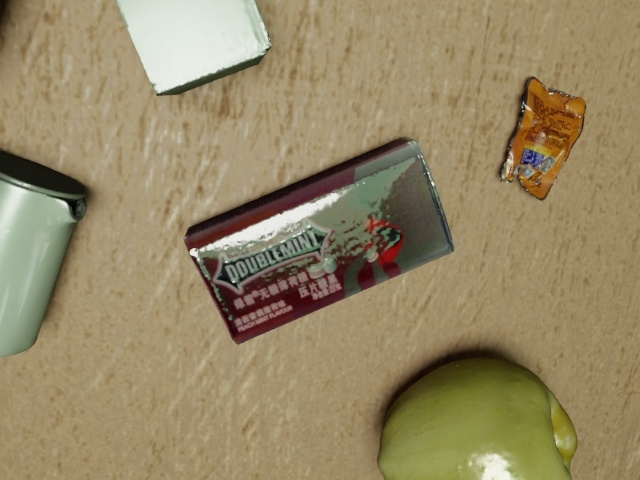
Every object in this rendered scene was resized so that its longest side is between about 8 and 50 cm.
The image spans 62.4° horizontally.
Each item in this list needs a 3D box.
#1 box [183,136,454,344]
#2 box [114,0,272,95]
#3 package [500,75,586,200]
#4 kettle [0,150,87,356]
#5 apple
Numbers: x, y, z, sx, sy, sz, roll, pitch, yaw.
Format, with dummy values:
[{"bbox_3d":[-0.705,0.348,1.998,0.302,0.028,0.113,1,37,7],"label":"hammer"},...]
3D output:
[{"bbox_3d":[0.000,0.000,0.494,0.224,0.069,0.120,-22,108,-1],"label":"box"},{"bbox_3d":[-0.117,-0.227,0.379,0.086,0.129,0.225,-22,108,-2],"label":"box"},{"bbox_3d":[0.217,-0.099,0.519,0.077,0.033,0.110,21,96,-4],"label":"package"},{"bbox_3d":[-0.273,0.004,0.447,0.098,0.127,0.148,15,102,-46],"label":"kettle"},{"bbox_3d":[0.155,0.213,0.519,0.200,0.200,0.200,-2,106,-9],"label":"apple"}]
